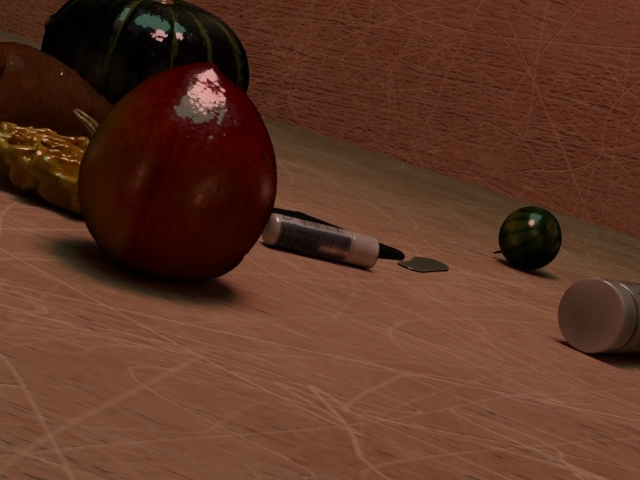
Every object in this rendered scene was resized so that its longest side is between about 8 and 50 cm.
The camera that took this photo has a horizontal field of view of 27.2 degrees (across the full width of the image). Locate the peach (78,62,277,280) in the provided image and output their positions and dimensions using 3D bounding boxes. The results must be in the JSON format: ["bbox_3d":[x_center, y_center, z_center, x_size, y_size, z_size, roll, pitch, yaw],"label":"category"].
[{"bbox_3d":[-0.124,-0.064,1.203,0.197,0.197,0.197,17,8,-3],"label":"peach"}]

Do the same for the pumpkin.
[{"bbox_3d":[-0.272,-0.262,2.033,0.323,0.241,0.323,15,7,-2],"label":"pumpkin"}]

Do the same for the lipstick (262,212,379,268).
[{"bbox_3d":[0.000,0.000,1.558,0.141,0.040,0.040,14,9,-24],"label":"lipstick"}]

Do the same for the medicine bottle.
[{"bbox_3d":[0.357,0.090,1.531,0.086,0.086,0.183,24,10,39],"label":"medicine bottle"}]

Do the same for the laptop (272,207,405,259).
[{"bbox_3d":[0.005,-0.015,1.750,0.197,0.016,0.135,23,9,35],"label":"laptop"}]

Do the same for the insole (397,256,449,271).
[{"bbox_3d":[0.137,0.031,1.754,0.053,0.002,0.152,21,9,21],"label":"insole"}]

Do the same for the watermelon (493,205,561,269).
[{"bbox_3d":[0.320,-0.002,2.027,0.109,0.109,0.109,17,8,-3],"label":"watermelon"}]

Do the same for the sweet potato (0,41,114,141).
[{"bbox_3d":[-0.379,-0.194,1.759,0.131,0.131,0.336,22,10,30],"label":"sweet potato"}]

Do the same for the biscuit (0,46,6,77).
[{"bbox_3d":[-0.507,-0.154,1.111,0.342,0.166,0.395,22,11,19],"label":"biscuit"}]

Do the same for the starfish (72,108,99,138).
[{"bbox_3d":[-0.239,-0.115,1.771,0.223,0.050,0.217,33,19,-26],"label":"starfish"}]

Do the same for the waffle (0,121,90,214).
[{"bbox_3d":[-0.216,-0.062,1.462,0.309,0.065,0.283,23,12,18],"label":"waffle"}]
